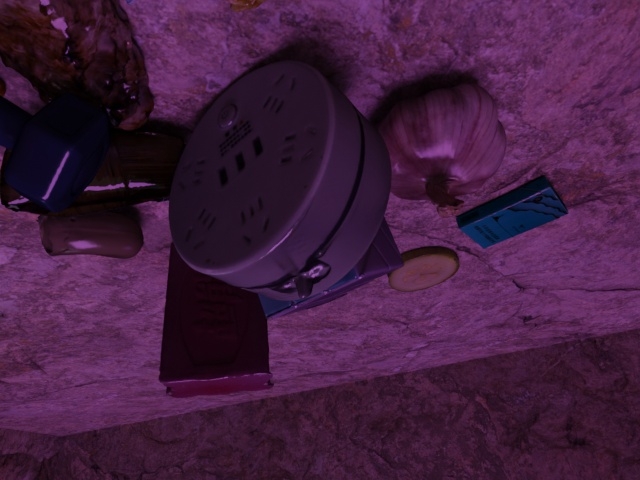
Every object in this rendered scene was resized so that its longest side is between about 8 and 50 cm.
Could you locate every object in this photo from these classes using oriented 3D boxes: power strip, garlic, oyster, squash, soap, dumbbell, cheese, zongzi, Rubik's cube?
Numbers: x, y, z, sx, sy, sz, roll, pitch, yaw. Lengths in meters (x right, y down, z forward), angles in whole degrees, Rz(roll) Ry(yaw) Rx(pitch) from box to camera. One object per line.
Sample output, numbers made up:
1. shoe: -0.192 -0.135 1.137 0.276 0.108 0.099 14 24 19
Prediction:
1. power strip: -0.068 -0.079 0.694 0.357 0.358 0.161 -26 146 28
2. garlic: 0.205 -0.128 0.784 0.244 0.253 0.245 -1 141 -1
3. oyster: -0.361 -0.270 0.568 0.204 0.111 0.396 -4 153 1
4. squash: 0.303 0.088 1.353 0.219 0.041 0.219 -6 149 -3
5. soap: -0.235 0.165 1.064 0.232 0.360 0.128 -3 146 -7
6. dumbbell: -0.440 -0.172 0.570 0.324 0.144 0.160 30 165 -17
7. cheese: -0.464 -0.009 0.947 0.175 0.091 0.202 -7 170 44
8. zongzi: -0.403 -0.109 0.837 0.285 0.139 0.300 -9 177 -28
9. Rubik's cube: 0.000 0.000 0.908 0.224 0.231 0.221 -26 169 29

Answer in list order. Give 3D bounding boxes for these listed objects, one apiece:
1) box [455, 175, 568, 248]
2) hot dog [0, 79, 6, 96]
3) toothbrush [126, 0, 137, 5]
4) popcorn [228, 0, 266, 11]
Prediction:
1. box: 0.479 -0.061 1.143 0.226 0.042 0.160 -28 144 31
2. hot dog: -0.498 -0.240 0.656 0.034 0.030 0.090 -28 144 29
3. toothbrush: -0.152 -0.363 0.534 0.262 0.022 0.026 -26 156 28
4. popcorn: -0.078 -0.328 0.542 0.096 0.109 0.089 28 -177 7
